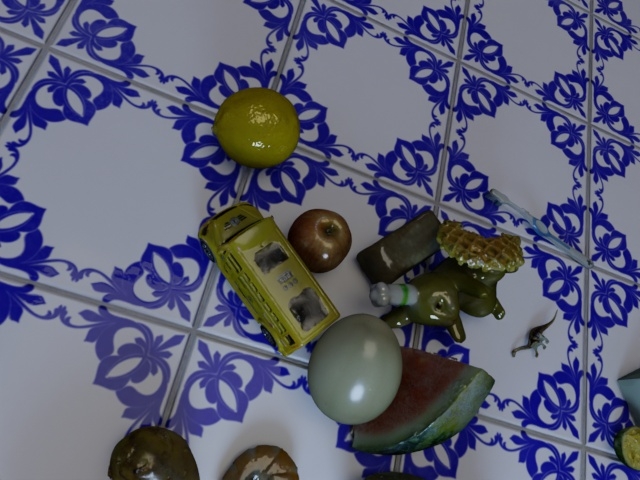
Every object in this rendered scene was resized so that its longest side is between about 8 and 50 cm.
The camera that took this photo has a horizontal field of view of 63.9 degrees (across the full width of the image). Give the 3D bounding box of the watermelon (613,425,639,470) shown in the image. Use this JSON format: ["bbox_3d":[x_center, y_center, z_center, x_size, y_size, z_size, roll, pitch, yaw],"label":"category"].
[{"bbox_3d":[0.778,0.518,1.287,0.105,0.062,0.106,3,78,-16],"label":"watermelon"}]

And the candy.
[{"bbox_3d":[0.202,0.020,1.222,0.233,0.102,0.104,-30,84,-29],"label":"candy"}]

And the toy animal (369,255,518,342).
[{"bbox_3d":[0.280,0.136,1.164,0.362,0.181,0.180,-23,46,-31],"label":"toy animal"}]

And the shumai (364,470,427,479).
[{"bbox_3d":[0.147,0.591,0.987,0.255,0.189,0.219,8,91,-24],"label":"shumai"}]

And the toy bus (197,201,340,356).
[{"bbox_3d":[-0.107,0.064,1.063,0.145,0.151,0.331,-35,87,-25],"label":"toy bus"}]

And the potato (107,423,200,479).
[{"bbox_3d":[-0.288,0.405,0.896,0.137,0.137,0.176,-28,104,-26],"label":"potato"}]

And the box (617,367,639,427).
[{"bbox_3d":[0.895,0.450,1.342,0.129,0.086,0.225,-14,77,-23],"label":"box"}]

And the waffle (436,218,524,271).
[{"bbox_3d":[0.358,0.007,1.150,0.193,0.051,0.149,7,39,3],"label":"waffle"}]

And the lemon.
[{"bbox_3d":[-0.143,-0.249,1.145,0.202,0.178,0.179,-8,75,-24],"label":"lemon"}]

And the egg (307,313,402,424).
[{"bbox_3d":[0.070,0.255,1.022,0.185,0.242,0.186,15,31,-9],"label":"egg"}]

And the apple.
[{"bbox_3d":[0.000,0.000,1.133,0.146,0.131,0.147,11,67,-26],"label":"apple"}]

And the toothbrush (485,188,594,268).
[{"bbox_3d":[0.621,-0.031,1.432,0.385,0.040,0.040,32,64,-8],"label":"toothbrush"}]

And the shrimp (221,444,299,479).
[{"bbox_3d":[-0.132,0.524,0.944,0.152,0.063,0.288,23,62,-10],"label":"shrimp"}]

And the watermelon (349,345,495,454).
[{"bbox_3d":[0.204,0.329,1.080,0.193,0.232,0.310,30,109,-11],"label":"watermelon"}]

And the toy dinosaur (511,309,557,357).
[{"bbox_3d":[0.561,0.252,1.313,0.180,0.037,0.058,-37,92,-26],"label":"toy dinosaur"}]
